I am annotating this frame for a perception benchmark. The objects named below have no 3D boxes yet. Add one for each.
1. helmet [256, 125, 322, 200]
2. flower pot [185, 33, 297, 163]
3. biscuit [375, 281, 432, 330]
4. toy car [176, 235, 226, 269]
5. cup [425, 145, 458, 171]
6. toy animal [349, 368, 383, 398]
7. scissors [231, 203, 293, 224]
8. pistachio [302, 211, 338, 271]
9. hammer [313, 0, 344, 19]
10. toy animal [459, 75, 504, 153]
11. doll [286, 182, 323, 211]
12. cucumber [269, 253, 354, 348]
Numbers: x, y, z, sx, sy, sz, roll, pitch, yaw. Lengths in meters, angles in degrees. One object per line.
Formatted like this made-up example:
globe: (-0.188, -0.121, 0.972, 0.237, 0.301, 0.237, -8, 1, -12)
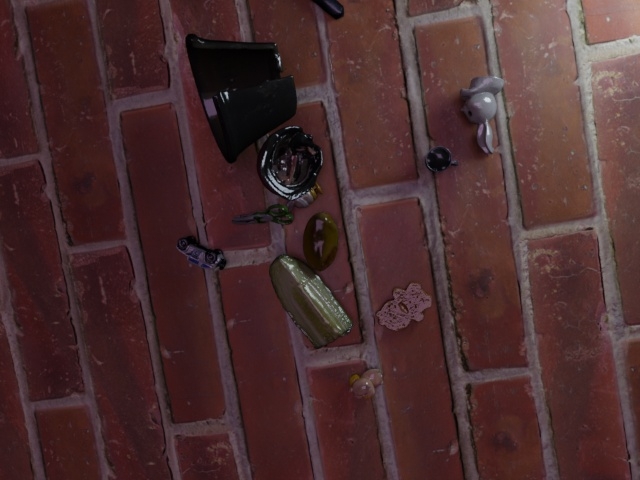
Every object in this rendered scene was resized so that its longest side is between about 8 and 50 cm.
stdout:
helmet: (-0.109, -0.229, 1.568, 0.198, 0.154, 0.253, 43, 63, -20)
flower pot: (-0.225, -0.441, 1.534, 0.251, 0.379, 0.379, -22, 91, -14)
biscuit: (0.271, 0.218, 1.643, 0.133, 0.027, 0.184, 36, 98, 2)
toy car: (-0.389, 0.046, 1.677, 0.171, 0.080, 0.070, 26, 98, 3)
cup: (0.372, -0.244, 1.577, 0.100, 0.077, 0.078, 14, 95, 6)
toy animal: (0.151, 0.471, 1.645, 0.114, 0.082, 0.091, -25, 92, 6)
scissors: (-0.192, -0.074, 1.658, 0.205, 0.101, 0.027, -7, 56, 20)
pistachio: (-0.003, 0.001, 1.627, 0.110, 0.100, 0.189, 5, 104, 28)
hammer: (-0.050, -0.784, 1.607, 0.290, 0.037, 0.137, 37, 96, 3)
toy animal: (0.476, -0.371, 1.544, 0.131, 0.104, 0.220, 5, 94, 4)
doll: (-0.062, -0.145, 1.634, 0.127, 0.073, 0.084, -30, 85, 2)
cucumber: (-0.041, 0.185, 1.641, 0.145, 0.105, 0.325, -39, 89, 34)
